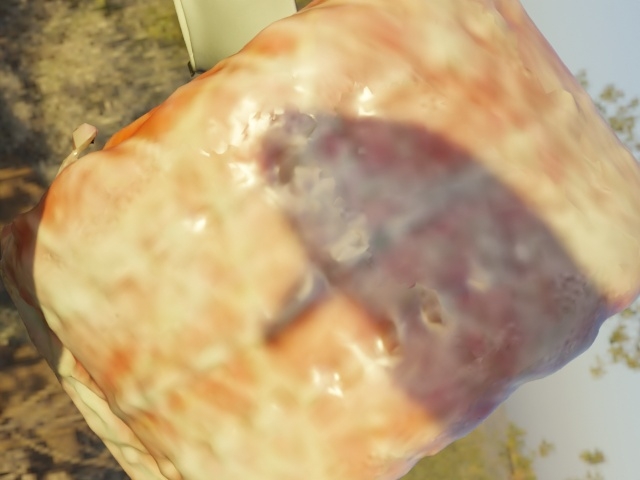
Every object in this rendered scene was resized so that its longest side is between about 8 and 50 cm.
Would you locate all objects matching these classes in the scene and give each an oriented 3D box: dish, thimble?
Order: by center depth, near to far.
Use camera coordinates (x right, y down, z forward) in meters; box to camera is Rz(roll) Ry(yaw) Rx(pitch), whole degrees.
[{"bbox_3d":[0.000,0.000,0.521,0.162,0.239,0.239,57,9,-2],"label":"thimble"},{"bbox_3d":[-0.061,-0.156,0.801,0.191,0.066,0.190,165,-90,-84],"label":"dish"}]
